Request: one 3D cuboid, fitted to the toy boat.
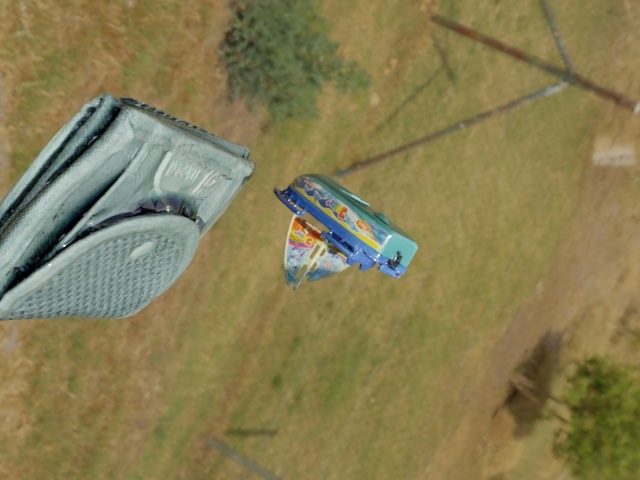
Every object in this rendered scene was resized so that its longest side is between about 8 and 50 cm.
[{"bbox_3d":[0.000,0.000,0.982,0.091,0.175,0.110,25,101,-49],"label":"toy boat"}]

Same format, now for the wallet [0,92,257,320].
[{"bbox_3d":[-0.185,-0.011,0.994,0.237,0.075,0.342,-48,167,7],"label":"wallet"}]
